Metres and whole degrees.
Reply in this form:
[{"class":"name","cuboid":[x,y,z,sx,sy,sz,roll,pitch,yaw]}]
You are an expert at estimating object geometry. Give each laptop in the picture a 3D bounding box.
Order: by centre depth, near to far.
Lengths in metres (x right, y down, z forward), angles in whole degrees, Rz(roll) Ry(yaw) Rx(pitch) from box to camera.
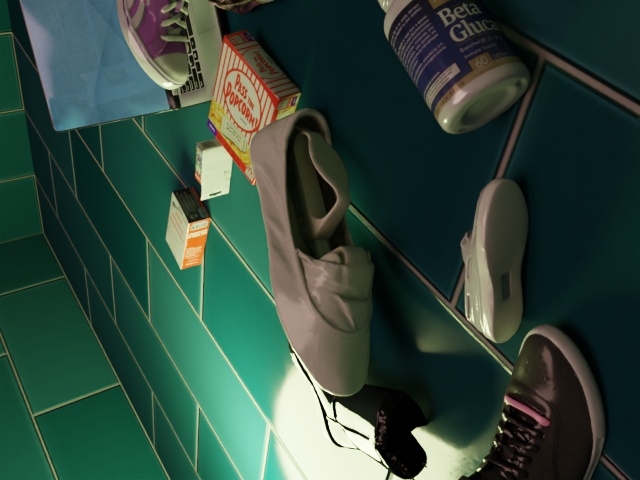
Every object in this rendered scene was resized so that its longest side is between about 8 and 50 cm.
[{"class":"laptop","cuboid":[-0.368,-0.412,1.240,0.408,0.236,0.382,8,113,58]}]

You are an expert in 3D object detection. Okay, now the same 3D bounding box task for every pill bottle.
[{"class":"pill bottle","cuboid":[0.119,-0.196,0.669,0.169,0.094,0.094,62,149,17]}]

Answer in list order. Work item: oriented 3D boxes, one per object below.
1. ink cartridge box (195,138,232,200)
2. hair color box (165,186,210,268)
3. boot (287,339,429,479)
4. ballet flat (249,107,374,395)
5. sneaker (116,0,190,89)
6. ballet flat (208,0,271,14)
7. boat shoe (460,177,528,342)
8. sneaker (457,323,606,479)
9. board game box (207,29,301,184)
[{"class":"ink cartridge box","cuboid":[-0.197,-0.132,1.273,0.029,0.062,0.115,49,143,34]},{"class":"hair color box","cuboid":[-0.288,-0.025,1.499,0.093,0.053,0.167,58,149,26]},{"class":"boot","cuboid":[0.056,0.205,0.994,0.207,0.094,0.247,-5,103,61]},{"class":"ballet flat","cuboid":[0.000,0.000,0.920,0.139,0.139,0.400,-46,54,57]},{"class":"sneaker","cuboid":[-0.240,-0.394,1.103,0.161,0.102,0.282,-12,99,29]},{"class":"ballet flat","cuboid":[-0.100,-0.366,0.968,0.221,0.079,0.077,1,105,59]},{"class":"boat shoe","cuboid":[0.177,0.018,0.729,0.063,0.066,0.184,28,138,50]},{"class":"sneaker","cuboid":[0.198,0.235,0.715,0.104,0.146,0.296,32,130,52]},{"class":"board game box","cuboid":[-0.110,-0.205,1.091,0.147,0.045,0.193,51,145,21]}]
